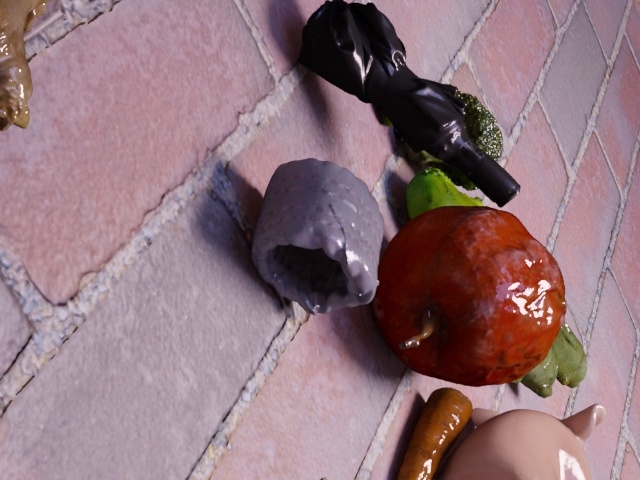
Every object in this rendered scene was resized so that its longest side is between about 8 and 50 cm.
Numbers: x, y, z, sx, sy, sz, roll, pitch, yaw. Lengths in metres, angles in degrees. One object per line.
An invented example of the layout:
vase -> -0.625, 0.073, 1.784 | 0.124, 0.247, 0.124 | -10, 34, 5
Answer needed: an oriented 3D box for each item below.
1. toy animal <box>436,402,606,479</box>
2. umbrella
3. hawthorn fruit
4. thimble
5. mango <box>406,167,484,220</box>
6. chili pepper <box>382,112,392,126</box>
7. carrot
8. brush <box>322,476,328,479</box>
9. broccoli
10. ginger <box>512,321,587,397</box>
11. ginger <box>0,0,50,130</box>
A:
toy animal -> 0.259, 0.330, 1.377 | 0.256, 0.195, 0.213 | -12, 95, -62
umbrella -> 0.115, -0.169, 1.324 | 0.340, 0.118, 0.118 | 45, 32, 6
hawthorn fruit -> 0.165, 0.078, 1.302 | 0.271, 0.241, 0.242 | -18, 92, -53
thimble -> -0.003, -0.001, 1.162 | 0.151, 0.127, 0.118 | 47, 42, -36
mango -> 0.180, -0.024, 1.495 | 0.178, 0.100, 0.119 | 48, 24, -27
chili pepper -> 0.076, -0.236, 1.463 | 0.182, 0.050, 0.073 | 52, 33, -36
carrot -> 0.131, 0.270, 1.329 | 0.061, 0.061, 0.210 | 62, 37, -20
brush -> -0.006, 0.284, 1.142 | 0.016, 0.013, 0.083 | 64, 31, -13
broccoli -> 0.191, -0.147, 1.536 | 0.162, 0.137, 0.146 | -122, -150, -48
ginger -> 0.350, 0.179, 1.695 | 0.290, 0.089, 0.137 | 5, 54, -62
ginger -> -0.275, -0.200, 0.871 | 0.137, 0.074, 0.213 | 34, 55, -47
